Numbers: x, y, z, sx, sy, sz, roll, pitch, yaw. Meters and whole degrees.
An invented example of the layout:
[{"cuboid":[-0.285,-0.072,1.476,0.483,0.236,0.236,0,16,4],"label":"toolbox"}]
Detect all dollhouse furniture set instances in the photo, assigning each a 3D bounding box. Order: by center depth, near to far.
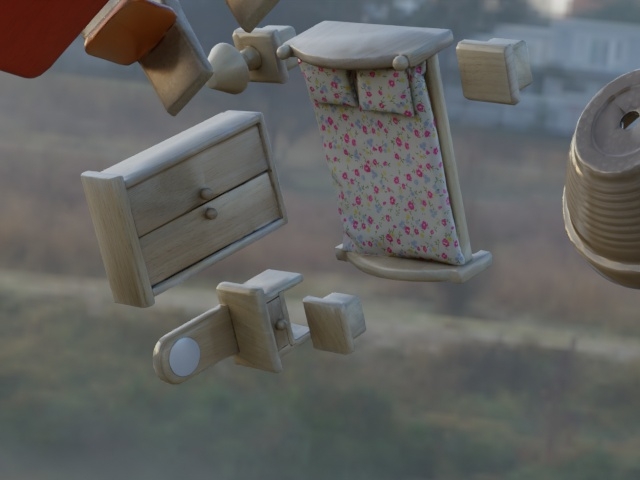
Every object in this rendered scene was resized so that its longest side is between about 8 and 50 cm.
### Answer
[{"cuboid":[-0.177,-0.115,1.099,0.262,0.259,0.135,14,39,-47],"label":"dollhouse furniture set"},{"cuboid":[0.000,0.000,1.540,0.355,0.303,0.174,9,29,45],"label":"dollhouse furniture set"}]

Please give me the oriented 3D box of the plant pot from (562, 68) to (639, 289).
[{"cuboid":[0.312,-0.081,1.817,0.237,0.237,0.110,7,-25,45],"label":"plant pot"}]
